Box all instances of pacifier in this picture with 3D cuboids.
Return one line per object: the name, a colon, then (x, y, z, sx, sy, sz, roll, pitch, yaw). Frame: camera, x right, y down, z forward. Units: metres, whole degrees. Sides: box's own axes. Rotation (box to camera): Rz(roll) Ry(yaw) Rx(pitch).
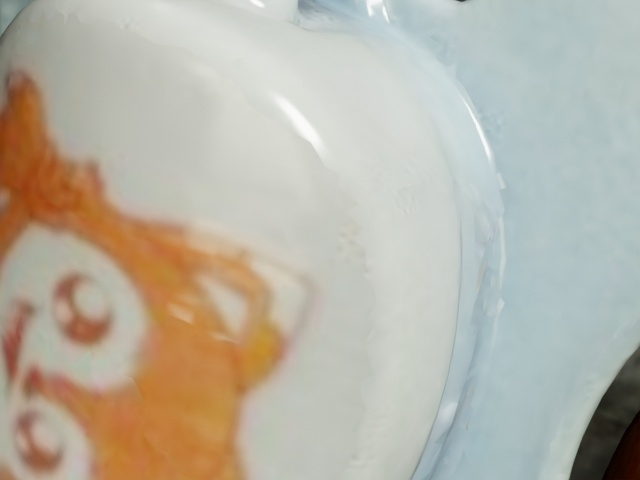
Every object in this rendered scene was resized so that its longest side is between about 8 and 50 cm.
pacifier: (0.000, 0.000, 0.481, 0.244, 0.233, 0.299, 30, 112, 31)

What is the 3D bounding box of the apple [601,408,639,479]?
apple: (0.169, 0.105, 0.445, 0.234, 0.234, 0.234, 6, 104, 23)
